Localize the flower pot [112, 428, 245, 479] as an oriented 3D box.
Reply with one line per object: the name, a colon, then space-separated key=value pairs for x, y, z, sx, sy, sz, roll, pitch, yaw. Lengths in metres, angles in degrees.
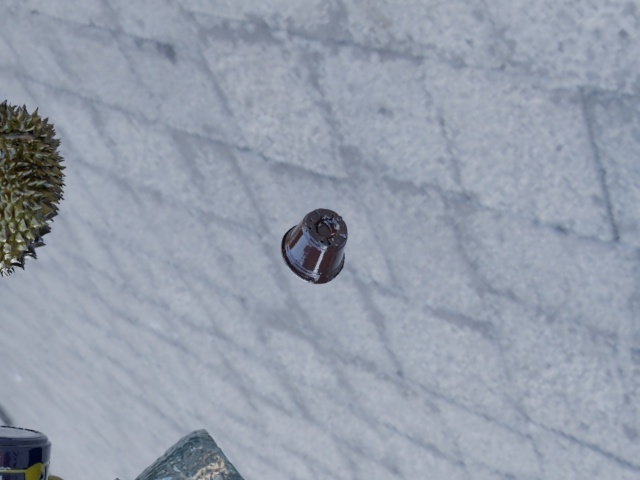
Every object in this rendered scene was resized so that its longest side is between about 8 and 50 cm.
flower pot: x=-0.222 y=0.492 z=1.728 sx=0.299 sy=0.283 sz=0.299 roll=48 pitch=166 yaw=16

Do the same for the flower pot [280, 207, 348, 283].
flower pot: x=0.000 y=0.000 z=1.680 sx=0.111 sy=0.111 sz=0.089 roll=43 pitch=145 yaw=8

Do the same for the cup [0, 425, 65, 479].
cup: x=-0.524 y=0.436 z=1.745 sx=0.179 sy=0.256 sz=0.255 roll=7 pitch=175 yaw=5

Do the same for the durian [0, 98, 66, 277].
durian: x=-0.656 y=-0.091 z=2.058 sx=0.347 sy=0.347 sz=0.384 roll=42 pitch=146 yaw=11
